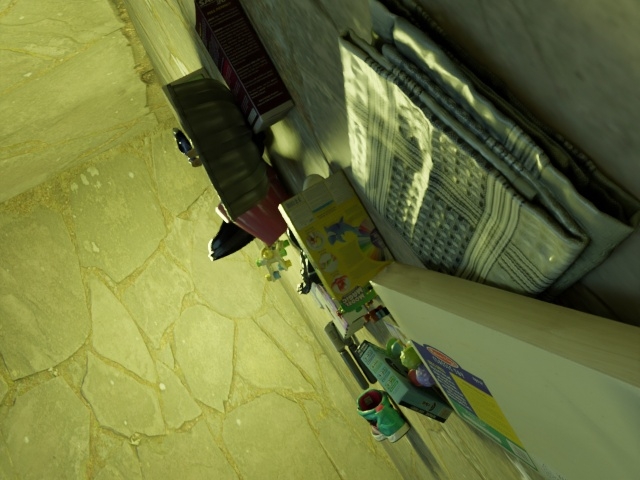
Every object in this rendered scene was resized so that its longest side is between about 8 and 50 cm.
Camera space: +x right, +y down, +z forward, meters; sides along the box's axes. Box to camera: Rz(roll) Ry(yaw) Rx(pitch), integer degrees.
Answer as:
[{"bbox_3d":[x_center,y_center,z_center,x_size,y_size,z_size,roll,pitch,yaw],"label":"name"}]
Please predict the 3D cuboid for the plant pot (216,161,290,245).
[{"bbox_3d":[-0.161,-0.091,1.355,0.180,0.201,0.201,44,170,-5],"label":"plant pot"}]

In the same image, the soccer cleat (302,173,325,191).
[{"bbox_3d":[0.009,-0.054,0.987,0.196,0.068,0.076,63,172,-32],"label":"soccer cleat"}]

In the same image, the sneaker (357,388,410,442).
[{"bbox_3d":[0.204,0.629,1.743,0.178,0.124,0.295,52,160,11],"label":"sneaker"}]

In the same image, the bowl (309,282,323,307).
[{"bbox_3d":[-0.005,0.184,1.697,0.142,0.053,0.142,57,167,6],"label":"bowl"}]

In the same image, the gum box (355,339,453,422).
[{"bbox_3d":[0.181,0.307,1.057,0.157,0.041,0.184,32,-175,-32],"label":"gum box"}]

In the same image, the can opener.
[{"bbox_3d":[0.107,0.404,1.719,0.280,0.074,0.093,59,168,0],"label":"can opener"}]

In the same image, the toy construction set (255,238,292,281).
[{"bbox_3d":[-0.207,-0.027,1.772,0.215,0.151,0.328,-95,-5,-52],"label":"toy construction set"}]

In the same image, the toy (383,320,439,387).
[{"bbox_3d":[0.196,0.254,0.986,0.137,0.056,0.237,59,169,-12],"label":"toy"}]

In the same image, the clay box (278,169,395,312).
[{"bbox_3d":[0.036,0.003,0.849,0.222,0.127,0.053,60,170,-2],"label":"clay box"}]

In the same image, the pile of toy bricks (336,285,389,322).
[{"bbox_3d":[0.079,0.131,1.046,0.118,0.105,0.212,56,168,17],"label":"pile of toy bricks"}]

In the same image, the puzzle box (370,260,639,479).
[{"bbox_3d":[0.225,0.164,0.506,0.272,0.052,0.409,56,167,-18],"label":"puzzle box"}]

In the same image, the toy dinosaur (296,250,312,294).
[{"bbox_3d":[-0.031,0.046,1.312,0.268,0.064,0.118,93,-176,-52],"label":"toy dinosaur"}]

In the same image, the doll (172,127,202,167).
[{"bbox_3d":[-0.426,-0.296,1.518,0.189,0.046,0.129,48,163,40],"label":"doll"}]

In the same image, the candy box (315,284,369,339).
[{"bbox_3d":[0.056,0.176,1.360,0.165,0.070,0.196,55,168,19],"label":"candy box"}]

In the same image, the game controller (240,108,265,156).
[{"bbox_3d":[-0.236,-0.261,1.350,0.166,0.067,0.319,57,153,1],"label":"game controller"}]

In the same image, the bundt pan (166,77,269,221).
[{"bbox_3d":[-0.213,-0.214,1.080,0.331,0.124,0.331,155,90,-84],"label":"bundt pan"}]

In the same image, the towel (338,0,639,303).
[{"bbox_3d":[0.124,-0.053,0.506,0.312,0.056,0.324,54,167,23],"label":"towel"}]

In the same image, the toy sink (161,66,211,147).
[{"bbox_3d":[-0.376,-0.401,1.536,0.234,0.152,0.131,60,168,-1],"label":"toy sink"}]

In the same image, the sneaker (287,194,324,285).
[{"bbox_3d":[0.000,0.000,1.145,0.279,0.107,0.118,68,-171,-45],"label":"sneaker"}]

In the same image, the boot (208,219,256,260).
[{"bbox_3d":[-0.296,-0.119,1.589,0.260,0.348,0.131,53,-158,10],"label":"boot"}]

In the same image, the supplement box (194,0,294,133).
[{"bbox_3d":[-0.148,-0.334,0.915,0.239,0.073,0.130,60,169,-10],"label":"supplement box"}]
